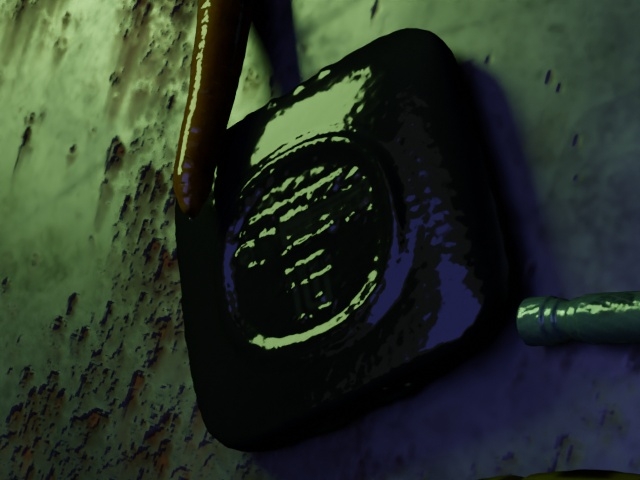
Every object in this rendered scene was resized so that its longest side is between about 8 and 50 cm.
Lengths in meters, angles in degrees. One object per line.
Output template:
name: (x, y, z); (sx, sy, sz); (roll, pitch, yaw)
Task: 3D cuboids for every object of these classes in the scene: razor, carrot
razor: (0.188, 0.034, 0.566); (0.232, 0.106, 0.068); (-8, 73, 45)
carrot: (-0.065, -0.099, 0.769); (0.037, 0.037, 0.190); (-12, 57, 32)

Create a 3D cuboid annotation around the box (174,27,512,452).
box: (0.000, 0.000, 0.718); (0.212, 0.042, 0.201); (-26, 64, 28)

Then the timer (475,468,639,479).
timer: (0.131, 0.236, 0.400); (0.386, 0.376, 0.376); (-12, 71, 20)
